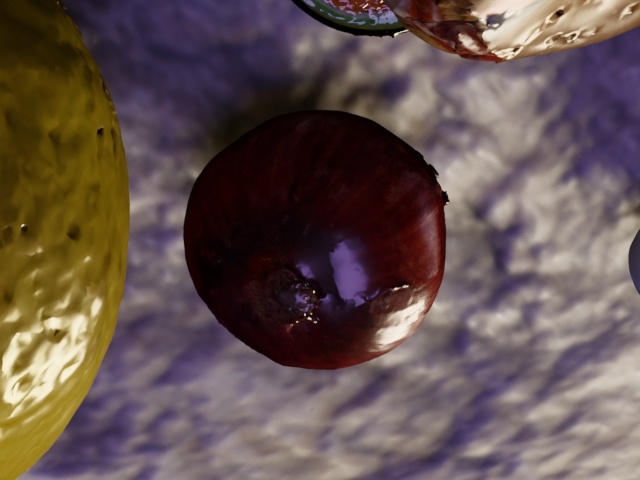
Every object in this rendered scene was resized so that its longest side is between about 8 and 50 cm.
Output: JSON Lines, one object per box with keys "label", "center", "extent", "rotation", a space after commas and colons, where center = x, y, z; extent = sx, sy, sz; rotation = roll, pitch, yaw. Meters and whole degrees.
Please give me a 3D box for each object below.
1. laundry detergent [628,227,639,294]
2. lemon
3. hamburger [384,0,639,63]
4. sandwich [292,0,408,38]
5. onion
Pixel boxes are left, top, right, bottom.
{"label": "laundry detergent", "center": [0.283, -0.064, 0.649], "extent": [0.087, 0.159, 0.335], "rotation": [6, 144, -38]}
{"label": "lemon", "center": [-0.194, -0.006, 0.535], "extent": [0.245, 0.245, 0.320], "rotation": [12, 148, -20]}
{"label": "hamburger", "center": [0.105, -0.163, 0.523], "extent": [0.231, 0.107, 0.231], "rotation": [-31, 156, -16]}
{"label": "sandwich", "center": [0.032, -0.128, 0.628], "extent": [0.101, 0.026, 0.069], "rotation": [-26, 125, 8]}
{"label": "onion", "center": [0.000, 0.000, 0.664], "extent": [0.131, 0.131, 0.131], "rotation": [-5, 130, -6]}
